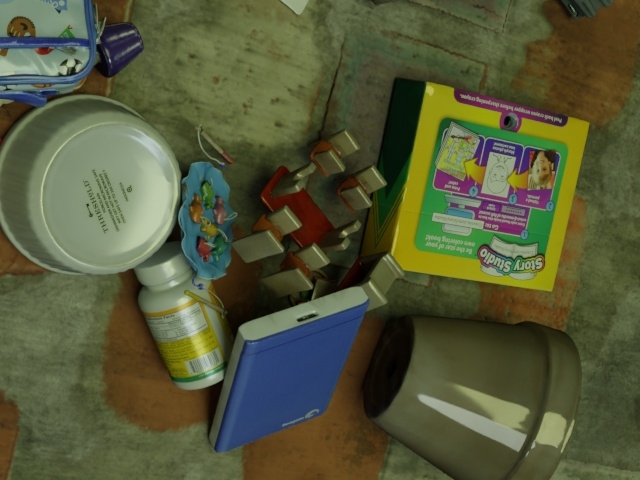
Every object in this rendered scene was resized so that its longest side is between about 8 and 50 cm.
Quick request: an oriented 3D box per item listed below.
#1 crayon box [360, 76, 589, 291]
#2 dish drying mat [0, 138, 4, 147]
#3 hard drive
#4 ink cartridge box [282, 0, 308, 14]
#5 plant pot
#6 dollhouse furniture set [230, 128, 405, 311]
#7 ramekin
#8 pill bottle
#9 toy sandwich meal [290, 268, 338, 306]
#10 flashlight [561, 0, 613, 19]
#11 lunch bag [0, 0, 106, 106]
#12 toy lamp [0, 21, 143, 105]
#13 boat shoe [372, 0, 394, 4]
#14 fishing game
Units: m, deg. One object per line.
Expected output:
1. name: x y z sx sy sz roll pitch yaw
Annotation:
1. crayon box: 0.269 -0.089 2.129 0.363 0.106 0.313 9 96 -31
2. dish drying mat: -0.465 -0.105 1.756 0.032 0.008 0.083 16 90 -32
3. hard drive: -0.054 0.205 1.920 0.210 0.040 0.319 -17 148 -26
4. ink cartridge box: -0.005 -0.461 1.920 0.115 0.067 0.198 36 81 -31
5. plant pot: 0.238 0.256 2.088 0.280 0.323 0.323 22 88 -15
6. dollhouse furniture set: 0.000 0.000 1.949 0.259 0.135 0.262 52 48 -19
7. ramekin: -0.322 -0.073 1.772 0.272 0.127 0.273 -7 104 -32
8. pill bottle: -0.208 0.112 1.883 0.117 0.117 0.208 -30 113 -22
9. toy sandwich meal: -0.011 0.086 2.043 0.085 0.029 0.086 -6 102 -29
10. flashlight: 0.415 -0.527 2.133 0.304 0.103 0.103 46 73 -27
11. lunch bag: -0.440 -0.299 1.633 0.303 0.115 0.243 -3 84 -19
12. toy lamp: -0.378 -0.234 1.742 0.274 0.080 0.080 -29 113 -20
13. boat shoe: 0.224 -0.451 2.032 0.324 0.116 0.097 -11 110 -24
14. fishing game: -0.159 -0.031 1.834 0.189 0.041 0.264 46 44 -61
